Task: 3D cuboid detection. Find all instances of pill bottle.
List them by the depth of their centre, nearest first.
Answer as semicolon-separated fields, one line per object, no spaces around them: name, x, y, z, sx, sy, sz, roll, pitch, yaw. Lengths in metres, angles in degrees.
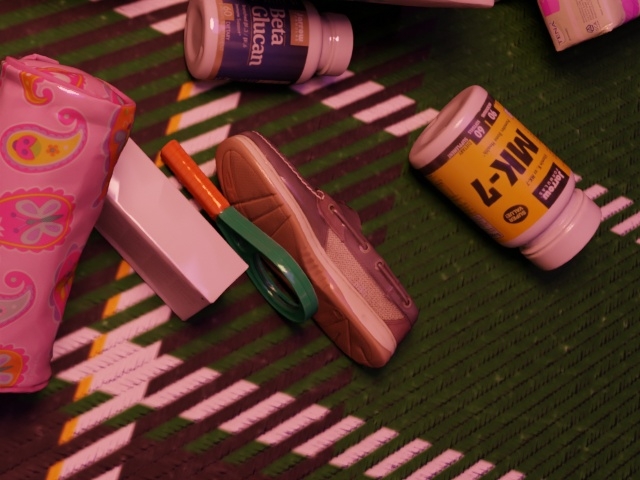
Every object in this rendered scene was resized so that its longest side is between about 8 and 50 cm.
pill bottle;-0.055;-0.217;0.990;0.169;0.094;0.094;-1;77;-24
pill bottle;0.214;-0.068;1.054;0.208;0.119;0.119;40;65;-9

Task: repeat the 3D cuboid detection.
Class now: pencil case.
pencil case;-0.252;-0.011;0.778;0.124;0.124;0.284;18;102;-18

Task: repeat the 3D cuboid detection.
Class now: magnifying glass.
magnifying glass;-0.084;-0.010;0.937;0.026;0.092;0.231;-39;83;-24

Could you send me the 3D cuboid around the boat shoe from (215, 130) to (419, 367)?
boat shoe;0.000;0.000;0.958;0.092;0.103;0.285;-41;98;-32

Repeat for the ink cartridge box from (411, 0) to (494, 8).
ink cartridge box;0.029;-0.357;0.968;0.269;0.197;0.198;-2;105;-26

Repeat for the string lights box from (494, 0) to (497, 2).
string lights box;0.185;-0.443;1.145;0.133;0.076;0.260;7;73;-44

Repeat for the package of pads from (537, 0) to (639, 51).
package of pads;0.360;-0.391;1.168;0.296;0.101;0.229;-29;99;-42

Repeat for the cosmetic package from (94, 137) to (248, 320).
cosmetic package;-0.181;-0.035;0.886;0.239;0.099;0.060;48;64;-6
